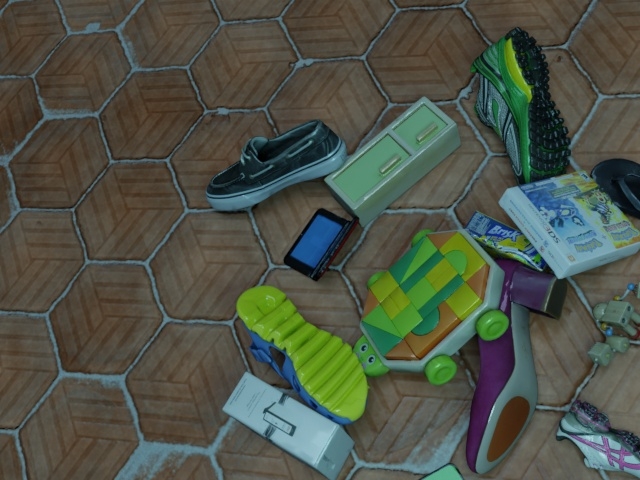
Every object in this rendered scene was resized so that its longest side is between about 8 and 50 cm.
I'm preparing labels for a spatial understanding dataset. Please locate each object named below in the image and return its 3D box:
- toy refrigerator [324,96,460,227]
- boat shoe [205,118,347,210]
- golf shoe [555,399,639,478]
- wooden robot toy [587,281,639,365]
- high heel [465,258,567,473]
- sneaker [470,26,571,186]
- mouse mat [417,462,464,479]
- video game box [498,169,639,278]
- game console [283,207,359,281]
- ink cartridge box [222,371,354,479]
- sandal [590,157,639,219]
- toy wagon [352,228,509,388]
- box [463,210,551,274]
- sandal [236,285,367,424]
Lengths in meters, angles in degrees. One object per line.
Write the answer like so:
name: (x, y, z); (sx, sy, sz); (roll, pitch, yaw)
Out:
toy refrigerator: (0.147, -0.161, 1.661); (0.269, 0.094, 0.102); (-39, 61, -4)
boat shoe: (-0.110, -0.168, 1.691); (0.335, 0.119, 0.121); (-21, 37, 23)
golf shoe: (0.480, 0.348, 1.350); (0.186, 0.067, 0.086); (36, 109, 25)
wooden robot toy: (0.513, 0.141, 1.441); (0.079, 0.076, 0.173); (8, 64, 58)
high heel: (0.298, 0.215, 1.455); (0.181, 0.127, 0.377); (12, 70, 46)
sneaker: (0.391, -0.239, 1.626); (0.146, 0.134, 0.343); (-28, 62, 45)
mouse mat: (0.183, 0.489, 1.399); (0.190, 0.007, 0.152); (-29, 61, 1)
video game box: (0.454, -0.034, 1.479); (0.205, 0.048, 0.187); (-15, 59, -30)
game console: (0.000, 0.000, 1.639); (0.085, 0.124, 0.144); (34, 78, 0)
ink cartridge box: (-0.053, 0.333, 1.461); (0.203, 0.148, 0.086); (25, 73, 24)
sandal: (0.611, -0.073, 1.502); (0.097, 0.054, 0.254); (-43, 62, -6)
toy wagon: (0.171, 0.138, 1.478); (0.344, 0.068, 0.267); (-44, 41, 9)
box: (0.355, 0.010, 1.538); (0.169, 0.059, 0.054); (29, 78, 26)
sandal: (-0.033, 0.222, 1.518); (0.126, 0.138, 0.317); (-28, 57, -29)
